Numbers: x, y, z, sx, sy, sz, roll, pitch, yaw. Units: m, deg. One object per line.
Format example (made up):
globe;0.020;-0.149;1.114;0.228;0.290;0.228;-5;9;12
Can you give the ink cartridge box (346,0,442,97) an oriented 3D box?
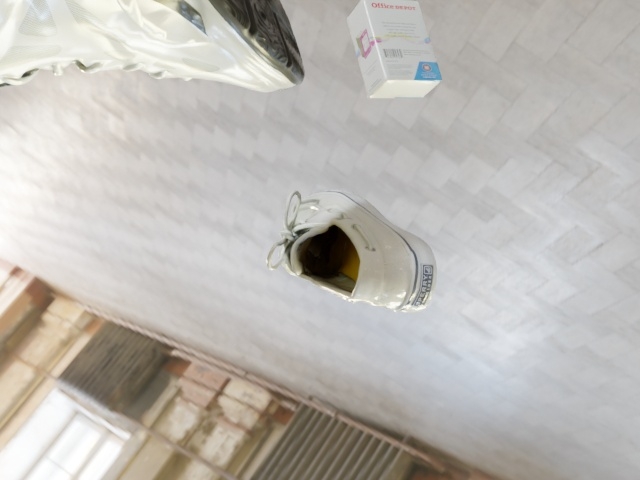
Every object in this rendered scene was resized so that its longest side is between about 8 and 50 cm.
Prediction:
ink cartridge box;0.095;-0.251;1.035;0.052;0.088;0.122;-37;62;58

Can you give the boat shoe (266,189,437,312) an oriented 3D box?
boat shoe;-0.001;0.009;1.088;0.156;0.136;0.367;6;-165;-26

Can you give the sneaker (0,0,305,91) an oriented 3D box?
sneaker;-0.214;-0.226;0.782;0.257;0.169;0.447;-26;157;22
